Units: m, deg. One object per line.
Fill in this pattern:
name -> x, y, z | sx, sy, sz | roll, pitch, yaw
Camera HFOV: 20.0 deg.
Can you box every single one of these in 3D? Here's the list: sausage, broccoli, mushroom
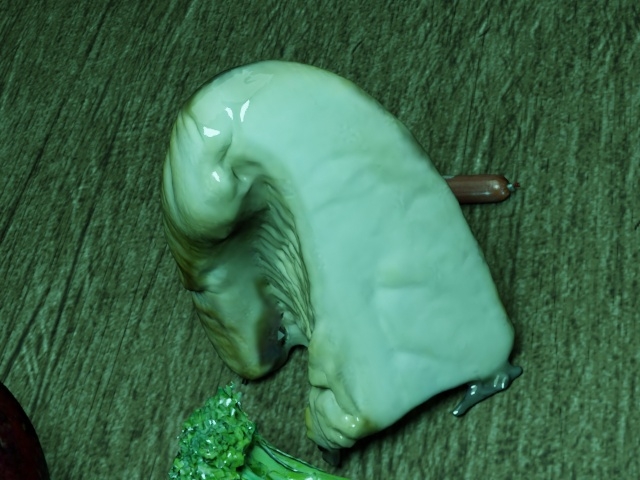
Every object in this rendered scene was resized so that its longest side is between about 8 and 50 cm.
sausage -> 0.096, -0.051, 1.941 | 0.253, 0.034, 0.034 | -3, 43, 31
broccoli -> -0.040, 0.235, 1.574 | 0.194, 0.194, 0.219 | 1, 83, 33
mushroom -> -0.026, -0.027, 1.687 | 0.224, 0.397, 0.313 | -35, 34, -13

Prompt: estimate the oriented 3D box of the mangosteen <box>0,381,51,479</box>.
mangosteen -> -0.420, 0.240, 1.655 | 0.306, 0.359, 0.306 | -16, 69, 47
